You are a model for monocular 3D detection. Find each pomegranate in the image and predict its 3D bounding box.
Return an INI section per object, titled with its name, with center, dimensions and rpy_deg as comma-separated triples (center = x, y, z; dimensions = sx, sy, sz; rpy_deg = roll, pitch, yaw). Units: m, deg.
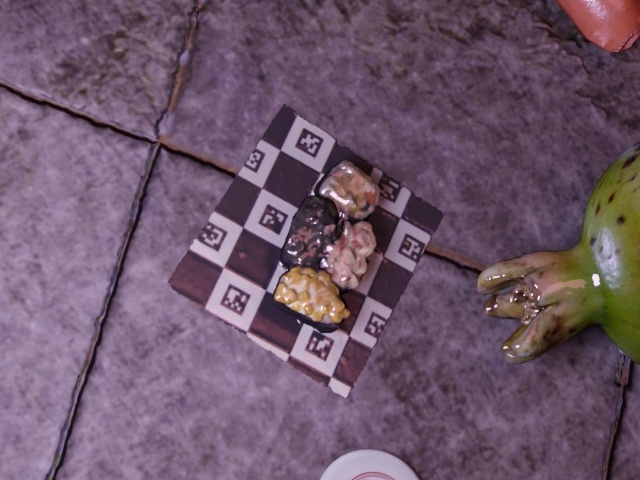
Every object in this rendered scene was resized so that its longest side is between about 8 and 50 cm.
[pomegranate]
center = 0.311, 0.037, 1.439
dimensions = 0.306, 0.242, 0.242
rpy_deg = -35, 88, 15

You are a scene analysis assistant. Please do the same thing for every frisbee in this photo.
[frisbee]
center = 0.046, 0.237, 1.367
dimensions = 0.110, 0.014, 0.110
rpy_deg = 6, 72, -19

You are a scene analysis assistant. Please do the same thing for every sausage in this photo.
[sausage]
center = 0.258, -0.275, 1.569
dimensions = 0.077, 0.077, 0.194
rpy_deg = -38, 92, -26

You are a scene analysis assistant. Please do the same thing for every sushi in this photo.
[sushi]
center = 0.000, 0.000, 1.400
dimensions = 0.192, 0.050, 0.215
rpy_deg = 34, 65, -9
